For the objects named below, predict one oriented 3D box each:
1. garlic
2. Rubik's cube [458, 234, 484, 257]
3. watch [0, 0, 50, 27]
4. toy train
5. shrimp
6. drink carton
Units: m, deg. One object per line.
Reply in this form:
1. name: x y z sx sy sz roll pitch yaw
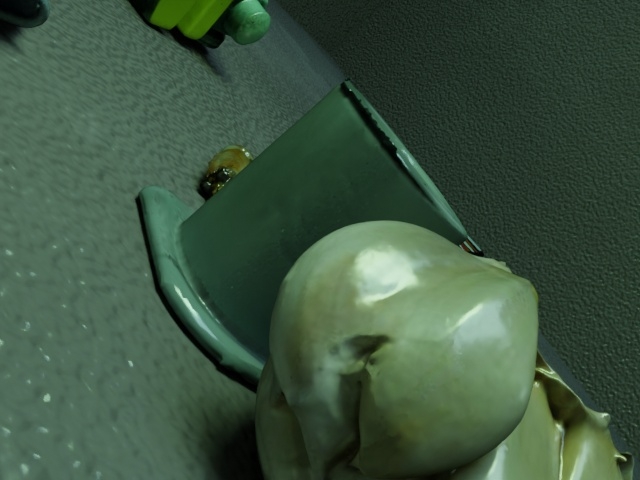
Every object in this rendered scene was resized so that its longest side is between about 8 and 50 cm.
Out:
1. garlic: 0.057 0.127 0.501 0.203 0.185 0.281 -44 115 -44
2. Rubik's cube: 0.073 0.004 0.930 0.154 0.151 0.155 53 14 12
3. watch: -0.226 -0.276 0.660 0.068 0.206 0.193 18 6 -21
4. toy train: -0.249 -0.470 1.213 0.442 0.179 0.272 53 21 18
5. shrimp: -0.083 -0.051 0.847 0.099 0.041 0.180 63 11 -4
6. drink carton: 0.000 0.000 0.634 0.185 0.190 0.191 46 13 -39
